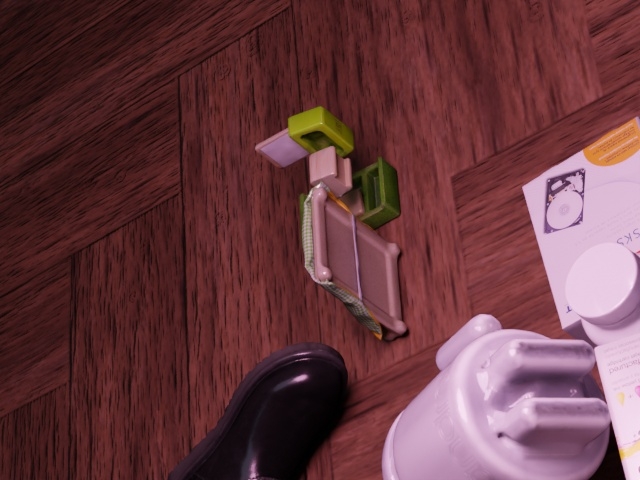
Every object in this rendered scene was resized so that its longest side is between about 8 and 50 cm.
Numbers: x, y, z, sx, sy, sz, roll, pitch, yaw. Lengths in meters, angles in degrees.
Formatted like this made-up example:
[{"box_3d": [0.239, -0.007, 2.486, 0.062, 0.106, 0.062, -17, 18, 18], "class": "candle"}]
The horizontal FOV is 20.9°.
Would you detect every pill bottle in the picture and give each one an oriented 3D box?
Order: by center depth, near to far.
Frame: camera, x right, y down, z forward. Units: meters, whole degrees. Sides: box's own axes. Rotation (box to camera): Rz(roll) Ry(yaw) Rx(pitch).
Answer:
[{"box_3d": [0.371, 0.088, 1.960, 0.121, 0.216, 0.121, -24, 50, 31], "class": "pill bottle"}]

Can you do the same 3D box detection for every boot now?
[{"box_3d": [-0.060, 0.329, 2.273, 0.348, 0.131, 0.260, -52, 33, 20], "class": "boot"}]

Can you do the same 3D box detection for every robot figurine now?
[{"box_3d": [0.196, 0.234, 1.995, 0.353, 0.200, 0.300, 126, 144, -52], "class": "robot figurine"}]

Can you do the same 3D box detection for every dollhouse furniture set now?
[{"box_3d": [0.000, 0.000, 2.385, 0.151, 0.197, 0.301, -26, 48, 28], "class": "dollhouse furniture set"}]

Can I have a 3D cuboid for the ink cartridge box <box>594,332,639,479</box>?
[{"box_3d": [0.415, 0.221, 1.846, 0.171, 0.168, 0.232, -20, 51, 16], "class": "ink cartridge box"}]

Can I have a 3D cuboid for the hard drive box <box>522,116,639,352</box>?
[{"box_3d": [0.366, -0.006, 2.125, 0.181, 0.089, 0.232, -33, 46, 24], "class": "hard drive box"}]
